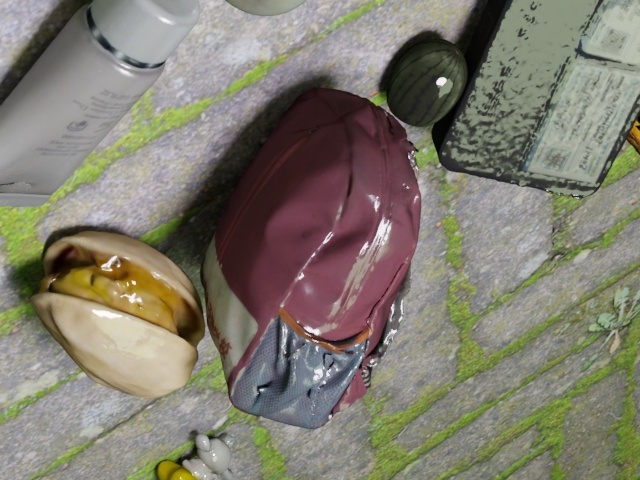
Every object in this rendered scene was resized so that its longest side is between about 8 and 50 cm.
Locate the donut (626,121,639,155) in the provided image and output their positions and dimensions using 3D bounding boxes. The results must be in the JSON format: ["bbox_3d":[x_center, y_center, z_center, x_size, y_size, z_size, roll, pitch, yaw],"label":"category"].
[{"bbox_3d":[0.366,-0.176,2.024,0.101,0.152,0.259,-41,152,5],"label":"donut"}]

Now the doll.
[{"bbox_3d":[-0.156,0.299,2.238,0.113,0.071,0.135,-29,147,-32],"label":"doll"}]

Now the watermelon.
[{"bbox_3d":[0.114,-0.168,1.828,0.078,0.078,0.111,-8,141,-43],"label":"watermelon"}]

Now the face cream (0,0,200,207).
[{"bbox_3d":[-0.224,-0.121,1.515,0.143,0.089,0.314,-1,143,-49],"label":"face cream"}]

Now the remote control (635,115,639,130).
[{"bbox_3d":[0.477,-0.290,1.871,0.144,0.062,0.399,11,115,-37],"label":"remote control"}]

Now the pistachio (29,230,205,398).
[{"bbox_3d":[-0.211,0.076,1.768,0.157,0.157,0.229,-40,139,6],"label":"pistachio"}]

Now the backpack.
[{"bbox_3d":[0.000,0.000,1.764,0.197,0.283,0.317,14,118,-27],"label":"backpack"}]

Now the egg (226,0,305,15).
[{"bbox_3d":[-0.050,-0.260,1.464,0.114,0.114,0.152,-30,150,-13],"label":"egg"}]

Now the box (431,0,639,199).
[{"bbox_3d":[0.273,-0.211,1.840,0.211,0.058,0.350,11,124,-19],"label":"box"}]
